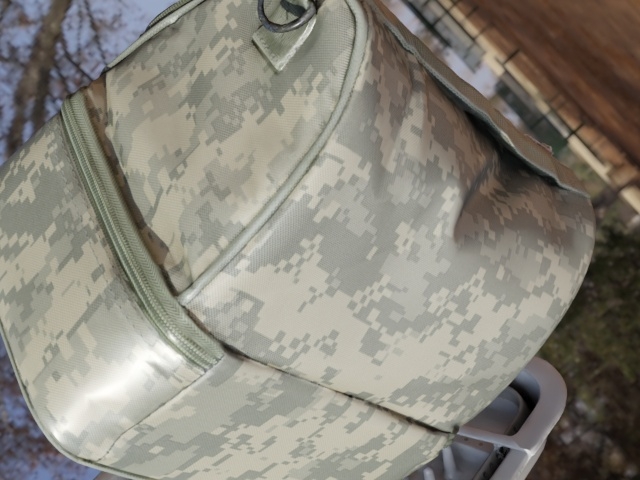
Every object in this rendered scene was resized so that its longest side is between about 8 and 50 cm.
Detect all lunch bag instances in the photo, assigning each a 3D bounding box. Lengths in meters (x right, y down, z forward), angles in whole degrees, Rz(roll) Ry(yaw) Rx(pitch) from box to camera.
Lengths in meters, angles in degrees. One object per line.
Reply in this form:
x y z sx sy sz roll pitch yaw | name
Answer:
0.000 0.000 0.639 0.305 0.256 0.212 31 -155 -48 | lunch bag

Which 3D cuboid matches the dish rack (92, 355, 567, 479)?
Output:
-0.010 0.183 0.779 0.333 0.285 0.072 -43 -48 -38 | dish rack
